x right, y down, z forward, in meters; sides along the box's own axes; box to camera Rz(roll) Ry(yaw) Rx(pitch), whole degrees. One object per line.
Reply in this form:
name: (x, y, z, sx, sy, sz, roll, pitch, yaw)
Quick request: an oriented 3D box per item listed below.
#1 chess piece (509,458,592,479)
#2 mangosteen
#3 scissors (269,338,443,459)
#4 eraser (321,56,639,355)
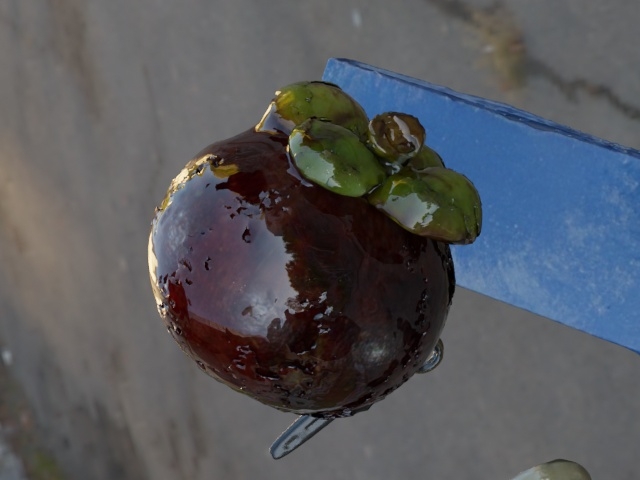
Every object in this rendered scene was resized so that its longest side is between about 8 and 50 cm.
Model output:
chess piece: (0.252, 0.380, 1.747, 0.139, 0.124, 0.307, -34, 48, 21)
mangosteen: (0.000, 0.000, 0.955, 0.180, 0.166, 0.166, -53, 49, 24)
scissors: (0.029, 0.160, 1.905, 0.088, 0.220, 0.017, 44, -167, -26)
eraser: (0.128, -0.032, 1.376, 0.312, 0.042, 0.144, 20, 103, 24)
